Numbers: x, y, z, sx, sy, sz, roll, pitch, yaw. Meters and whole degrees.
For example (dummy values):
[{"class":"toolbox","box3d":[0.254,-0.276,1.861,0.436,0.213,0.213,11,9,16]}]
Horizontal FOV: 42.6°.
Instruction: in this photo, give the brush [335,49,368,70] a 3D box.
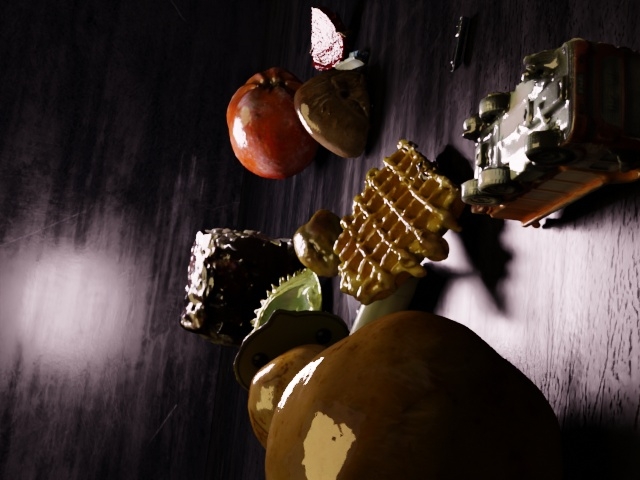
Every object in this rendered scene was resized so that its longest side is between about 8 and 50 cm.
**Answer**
[{"class":"brush","box3d":[0.069,-0.409,1.871,0.178,0.033,0.030,-158,84,-76]}]

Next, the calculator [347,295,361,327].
[{"class":"calculator","box3d":[0.088,0.078,1.461,0.177,0.040,0.268,114,154,-51]}]

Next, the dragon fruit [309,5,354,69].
[{"class":"dragon fruit","box3d":[0.038,-0.484,1.974,0.106,0.083,0.162,30,134,31]}]

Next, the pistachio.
[{"class":"pistachio","box3d":[-0.003,0.000,1.741,0.189,0.110,0.100,-98,-10,-49]}]

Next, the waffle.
[{"class":"waffle","box3d":[0.120,-0.035,1.210,0.283,0.065,0.310,-28,38,50]}]

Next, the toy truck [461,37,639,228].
[{"class":"toy truck","box3d":[0.227,-0.093,0.803,0.270,0.135,0.114,132,143,-74]}]

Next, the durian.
[{"class":"durian","box3d":[-0.041,0.256,1.818,0.198,0.163,0.395,-18,61,31]}]

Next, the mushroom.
[{"class":"mushroom","box3d":[0.016,-0.287,1.754,0.286,0.151,0.156,-98,23,-51]}]

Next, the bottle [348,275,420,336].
[{"class":"bottle","box3d":[0.095,0.121,1.305,0.072,0.072,0.202,-103,28,-58]}]

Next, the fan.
[{"class":"fan","box3d":[-0.041,0.247,1.555,0.011,0.229,0.335,-114,6,-52]}]

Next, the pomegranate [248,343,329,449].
[{"class":"pomegranate","box3d":[-0.020,0.292,1.440,0.215,0.215,0.216,-171,90,-77]}]

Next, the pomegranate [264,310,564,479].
[{"class":"pomegranate","box3d":[0.092,0.214,0.810,0.307,0.307,0.308,-171,90,-77]}]

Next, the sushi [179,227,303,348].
[{"class":"sushi","box3d":[-0.200,0.119,2.077,0.281,0.299,0.294,20,99,61]}]

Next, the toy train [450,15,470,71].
[{"class":"toy train","box3d":[0.210,-0.293,1.234,0.017,0.017,0.083,-170,89,-79]}]

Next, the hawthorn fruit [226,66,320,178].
[{"class":"hawthorn fruit","box3d":[-0.117,-0.297,2.089,0.284,0.284,0.285,-171,90,-77]}]
